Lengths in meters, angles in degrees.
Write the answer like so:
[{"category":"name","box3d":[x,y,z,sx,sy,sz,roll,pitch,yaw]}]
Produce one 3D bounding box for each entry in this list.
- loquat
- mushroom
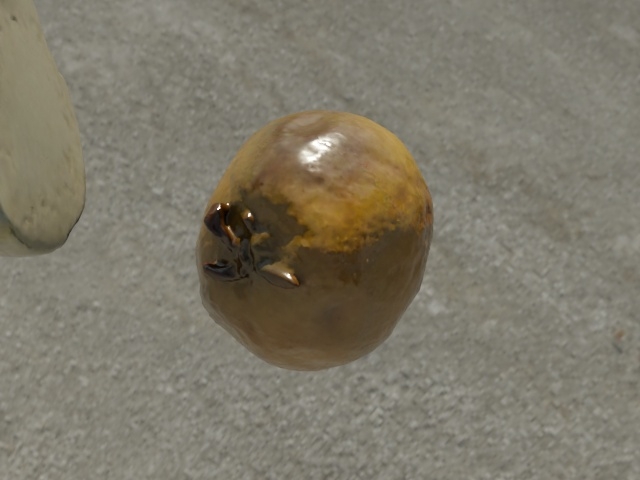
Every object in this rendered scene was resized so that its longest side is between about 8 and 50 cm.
[{"category":"loquat","box3d":[0.000,0.000,0.994,0.193,0.238,0.238,32,42,19]},{"category":"mushroom","box3d":[-0.217,-0.103,0.585,0.128,0.128,0.350,-12,34,-36]}]
